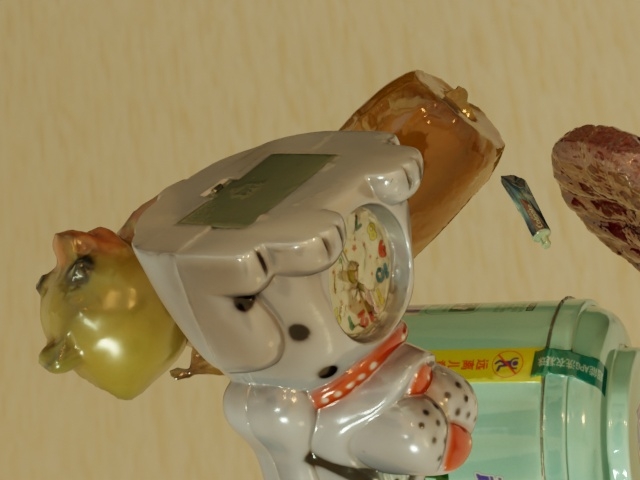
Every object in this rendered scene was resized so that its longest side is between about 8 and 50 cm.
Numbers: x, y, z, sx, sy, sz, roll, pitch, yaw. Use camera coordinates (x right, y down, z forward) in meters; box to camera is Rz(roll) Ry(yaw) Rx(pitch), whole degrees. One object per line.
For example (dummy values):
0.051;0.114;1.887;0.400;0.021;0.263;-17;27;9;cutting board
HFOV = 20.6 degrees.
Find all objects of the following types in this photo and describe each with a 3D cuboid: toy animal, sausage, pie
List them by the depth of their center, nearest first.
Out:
0.003;0.005;1.369;0.112;0.112;0.328;22;120;-44;sausage
-0.157;0.044;1.665;0.281;0.169;0.195;-26;-178;-37;toy animal
0.322;-0.033;1.776;0.054;0.204;0.219;-46;135;-13;pie

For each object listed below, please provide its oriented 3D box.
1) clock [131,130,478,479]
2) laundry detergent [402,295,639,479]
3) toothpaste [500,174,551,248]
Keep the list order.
0.002;0.076;1.137;0.189;0.189;0.254;-14;109;13;clock
0.185;0.201;1.831;0.305;0.287;0.287;-2;156;21;laundry detergent
0.191;-0.027;1.612;0.027;0.083;0.019;-4;144;-29;toothpaste
